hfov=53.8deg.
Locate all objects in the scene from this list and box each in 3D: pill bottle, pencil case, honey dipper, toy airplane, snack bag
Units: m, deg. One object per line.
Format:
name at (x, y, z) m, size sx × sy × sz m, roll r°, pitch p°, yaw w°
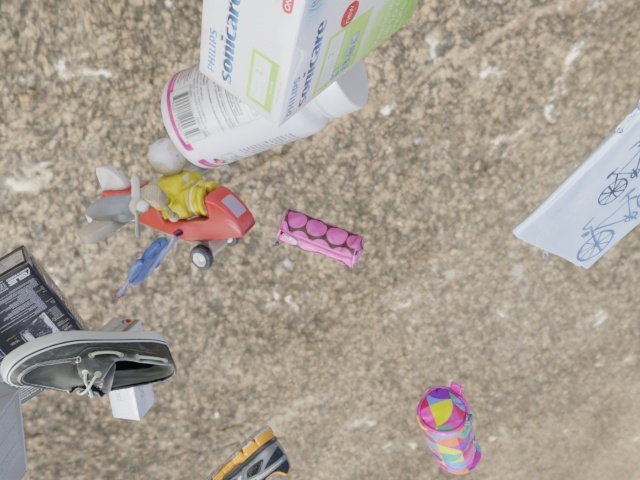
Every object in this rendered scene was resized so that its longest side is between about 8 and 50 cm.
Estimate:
pill bottle at (-0.083, -0.220, 0.949) m, size 0.283 × 0.160 × 0.160 m, roll -13°, pitch 144°, yaw 27°
pencil case at (0.000, 0.000, 1.514) m, size 0.209 × 0.098 × 0.095 m, roll 18°, pitch 104°, yaw 4°
pencil case at (0.250, 0.364, 1.205) m, size 0.104 × 0.104 × 0.236 m, roll -25°, pitch 139°, yaw -3°
honey dipper at (-0.257, -0.057, 1.038) m, size 0.030 × 0.030 × 0.161 m, roll -23°, pitch 170°, yaw -5°
toy airplane at (-0.376, -0.122, 1.492) m, size 0.384 × 0.386 × 0.272 m, roll -6°, pitch 126°, yaw -19°
snack bag at (0.534, -0.085, 1.175) m, size 0.342 × 0.037 × 0.323 m, roll 15°, pitch 125°, yaw -43°

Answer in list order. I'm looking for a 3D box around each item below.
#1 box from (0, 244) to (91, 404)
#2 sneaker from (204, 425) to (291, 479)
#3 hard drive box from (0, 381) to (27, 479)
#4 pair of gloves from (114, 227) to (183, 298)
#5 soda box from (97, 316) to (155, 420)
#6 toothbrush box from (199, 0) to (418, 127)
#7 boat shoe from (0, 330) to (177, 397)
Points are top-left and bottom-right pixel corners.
box at (-0.589, 0.190, 1.115) m, size 0.307 × 0.076 × 0.242 m, roll -34°, pitch 127°, yaw -14°
sneaker at (-0.139, 0.395, 1.004) m, size 0.215 × 0.083 × 0.084 m, roll -43°, pitch 179°, yaw 0°
hard drive box at (-0.525, 0.275, 0.889) m, size 0.181 × 0.089 × 0.232 m, roll 21°, pitch 130°, yaw 0°
pair of gloves at (-0.352, 0.044, 1.288) m, size 0.023 × 0.198 × 0.159 m, roll 40°, pitch 100°, yaw -2°
soda box at (-0.420, 0.278, 1.370) m, size 0.069 × 0.074 × 0.216 m, roll 2°, pitch 112°, yaw 15°
toothbrush box at (0.012, -0.289, 0.671) m, size 0.283 × 0.122 × 0.206 m, roll -44°, pitch 166°, yaw -33°
boat shoe at (-0.294, 0.165, 0.826) m, size 0.219 × 0.070 × 0.078 m, roll -2°, pitch 127°, yaw -37°
